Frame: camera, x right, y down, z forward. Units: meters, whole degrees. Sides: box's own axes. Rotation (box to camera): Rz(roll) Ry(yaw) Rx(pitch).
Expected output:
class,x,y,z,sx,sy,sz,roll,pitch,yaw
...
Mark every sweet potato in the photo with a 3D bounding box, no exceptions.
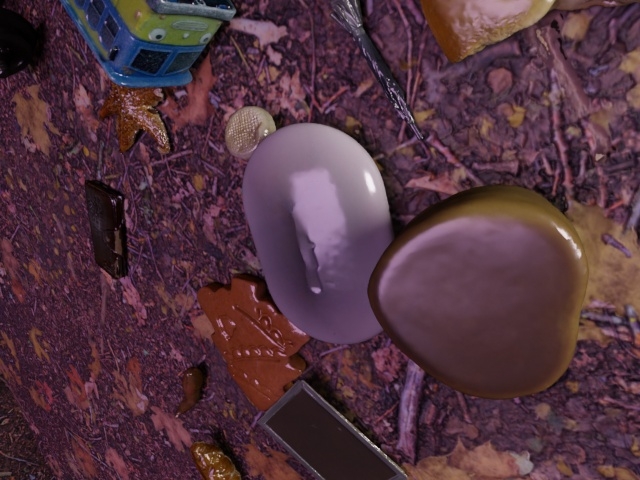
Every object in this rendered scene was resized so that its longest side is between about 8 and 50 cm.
class,x,y,z,sx,sy,sz,roll,pitch,yaw
sweet potato,-0.316,0.369,1.043,0.050,0.050,0.214,37,130,18

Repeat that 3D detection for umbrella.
class,x,y,z,sx,sy,sz,roll,pitch,yaw
umbrella,0.061,-0.243,0.529,0.044,0.044,0.269,-36,94,2

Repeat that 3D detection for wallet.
class,x,y,z,sx,sy,sz,roll,pitch,yaw
wallet,-0.512,-0.022,1.028,0.122,0.031,0.232,26,121,27

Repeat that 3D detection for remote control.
class,x,y,z,sx,sy,sz,roll,pitch,yaw
remote control,0.000,0.000,0.622,0.221,0.103,0.332,-6,105,30

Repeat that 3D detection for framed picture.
class,x,y,z,sx,sy,sz,roll,pitch,yaw
framed picture,0.013,0.386,0.814,0.252,0.014,0.197,41,127,5

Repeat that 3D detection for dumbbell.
class,x,y,z,sx,sy,sz,roll,pitch,yaw
dumbbell,-0.721,-0.470,0.887,0.192,0.192,0.290,-26,93,40

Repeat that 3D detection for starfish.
class,x,y,z,sx,sy,sz,roll,pitch,yaw
starfish,-0.364,-0.259,0.819,0.227,0.043,0.240,-25,91,39

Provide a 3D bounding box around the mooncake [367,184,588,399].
class,x,y,z,sx,sy,sz,roll,pitch,yaw
mooncake,0.172,0.057,0.500,0.235,0.117,0.234,8,112,19

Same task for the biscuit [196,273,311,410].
class,x,y,z,sx,sy,sz,roll,pitch,yaw
biscuit,-0.128,0.212,0.842,0.284,0.043,0.306,9,114,32

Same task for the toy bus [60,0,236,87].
class,x,y,z,sx,sy,sz,roll,pitch,yaw
toy bus,-0.285,-0.403,0.629,0.190,0.152,0.312,-36,86,39

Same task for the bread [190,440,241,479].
class,x,y,z,sx,sy,sz,roll,pitch,yaw
bread,-0.246,0.574,1.058,0.105,0.076,0.233,1,117,48

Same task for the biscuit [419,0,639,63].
class,x,y,z,sx,sy,sz,roll,pitch,yaw
biscuit,0.230,-0.268,0.386,0.299,0.045,0.154,-1,107,36

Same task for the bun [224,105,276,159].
class,x,y,z,sx,sy,sz,roll,pitch,yaw
bun,-0.101,-0.161,0.659,0.086,0.055,0.086,-3,84,29
